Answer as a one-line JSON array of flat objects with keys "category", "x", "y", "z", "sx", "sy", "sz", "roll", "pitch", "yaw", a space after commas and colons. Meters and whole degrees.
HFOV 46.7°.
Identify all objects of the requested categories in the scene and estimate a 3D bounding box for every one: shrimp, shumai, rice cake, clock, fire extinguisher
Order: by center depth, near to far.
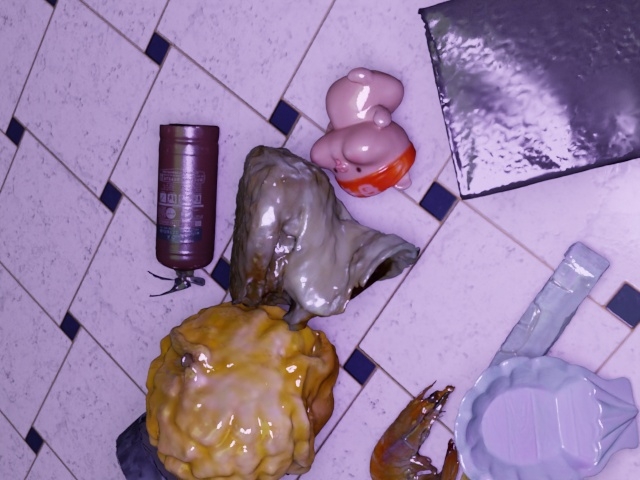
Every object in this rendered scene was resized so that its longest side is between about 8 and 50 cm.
[{"category": "rice cake", "x": 0.324, "y": 0.152, "z": 1.136, "sx": 0.066, "sy": 0.063, "sz": 0.336, "roll": 33, "pitch": 110, "yaw": 15}, {"category": "shumai", "x": 0.000, "y": 0.000, "z": 1.235, "sx": 0.288, "sy": 0.330, "sz": 0.292, "roll": 5, "pitch": 95, "yaw": -10}, {"category": "shrimp", "x": 0.171, "y": 0.350, "z": 1.252, "sx": 0.150, "sy": 0.068, "sz": 0.249, "roll": 23, "pitch": 112, "yaw": 13}, {"category": "clock", "x": -0.234, "y": 0.437, "z": 1.359, "sx": 0.312, "sy": 0.312, "sz": 0.061, "roll": 43, "pitch": 93, "yaw": 19}, {"category": "fire extinguisher", "x": -0.265, "y": -0.053, "z": 1.419, "sx": 0.135, "sy": 0.114, "sz": 0.338, "roll": 4, "pitch": 99, "yaw": 9}]

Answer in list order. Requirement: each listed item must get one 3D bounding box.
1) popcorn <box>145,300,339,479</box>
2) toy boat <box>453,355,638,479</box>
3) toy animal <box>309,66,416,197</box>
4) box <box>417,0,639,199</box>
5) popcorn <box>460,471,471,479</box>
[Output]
[{"category": "popcorn", "x": -0.135, "y": 0.286, "z": 1.293, "sx": 0.349, "sy": 0.349, "sz": 0.382, "roll": 30, "pitch": 148, "yaw": 24}, {"category": "toy boat", "x": 0.315, "y": 0.264, "z": 1.073, "sx": 0.290, "sy": 0.100, "sz": 0.200, "roll": -2, "pitch": 85, "yaw": -12}, {"category": "toy animal", "x": 0.071, "y": -0.168, "z": 1.194, "sx": 0.171, "sy": 0.171, "sz": 0.198, "roll": -5, "pitch": 89, "yaw": 31}, {"category": "box", "x": 0.329, "y": -0.211, "z": 0.961, "sx": 0.345, "sy": 0.204, "sz": 0.251, "roll": -12, "pitch": 90, "yaw": 15}, {"category": "popcorn", "x": 0.282, "y": 0.431, "z": 1.132, "sx": 0.187, "sy": 0.167, "sz": 0.186, "roll": -38, "pitch": 82, "yaw": 33}]
